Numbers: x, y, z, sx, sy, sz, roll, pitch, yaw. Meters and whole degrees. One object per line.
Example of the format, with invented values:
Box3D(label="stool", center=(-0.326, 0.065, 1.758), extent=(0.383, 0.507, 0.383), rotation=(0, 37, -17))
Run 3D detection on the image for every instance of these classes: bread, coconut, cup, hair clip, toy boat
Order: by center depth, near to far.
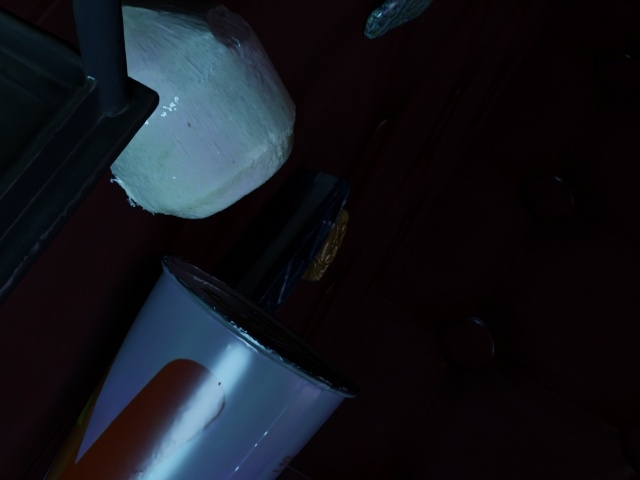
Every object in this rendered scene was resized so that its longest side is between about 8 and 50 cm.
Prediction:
Box3D(label="coconut", center=(-0.078, -0.076, 0.668), extent=(0.110, 0.124, 0.110), rotation=(-31, -158, 14))
Box3D(label="cup", center=(-0.130, 0.180, 1.025), extent=(0.288, 0.203, 0.203), rotation=(-55, 172, 3))
Box3D(label="toy boat", center=(-0.059, 0.029, 1.295), extent=(0.299, 0.062, 0.096), rotation=(-54, 170, -45))
Box3D(label="hair clip", center=(0.107, -0.274, 1.358), extent=(0.229, 0.036, 0.066), rotation=(-51, 174, -48))
Box3D(label="bread", center=(0.000, 0.000, 1.625), extent=(0.110, 0.044, 0.083), rotation=(-58, 168, -27))

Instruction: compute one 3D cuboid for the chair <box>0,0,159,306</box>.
Box3D(label="chair", center=(-0.137, -0.024, 0.312), extent=(0.141, 0.154, 0.260), rotation=(-56, 169, -26))
